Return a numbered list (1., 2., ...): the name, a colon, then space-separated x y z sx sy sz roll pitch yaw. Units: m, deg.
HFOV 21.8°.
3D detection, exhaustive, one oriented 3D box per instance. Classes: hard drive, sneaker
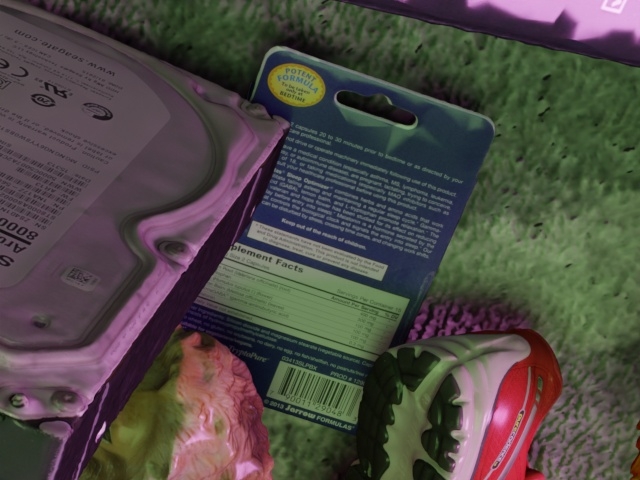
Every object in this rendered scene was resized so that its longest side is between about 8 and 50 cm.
1. hard drive: -0.166 -0.023 0.762 0.237 0.339 0.064 24 119 4
2. sneaker: 0.077 0.163 1.004 0.118 0.107 0.279 -13 140 -32

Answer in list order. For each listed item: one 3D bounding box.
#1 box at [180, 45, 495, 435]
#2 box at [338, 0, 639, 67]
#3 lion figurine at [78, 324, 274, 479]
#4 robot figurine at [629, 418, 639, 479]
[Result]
1. box: 0.000 0.000 0.953 0.136 0.036 0.225 19 120 -6
2. box: 0.043 -0.250 0.609 0.395 0.212 0.293 7 115 -36
3. lion figurine: -0.080 0.252 0.946 0.240 0.142 0.392 -28 78 45
4. robot figurine: 0.319 0.111 0.859 0.291 0.085 0.211 13 152 4
